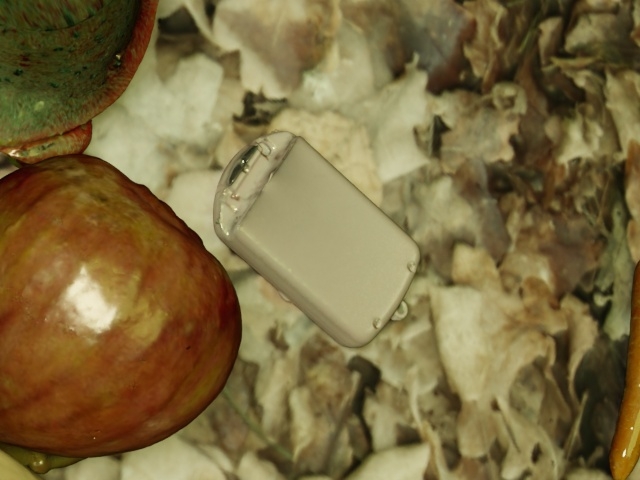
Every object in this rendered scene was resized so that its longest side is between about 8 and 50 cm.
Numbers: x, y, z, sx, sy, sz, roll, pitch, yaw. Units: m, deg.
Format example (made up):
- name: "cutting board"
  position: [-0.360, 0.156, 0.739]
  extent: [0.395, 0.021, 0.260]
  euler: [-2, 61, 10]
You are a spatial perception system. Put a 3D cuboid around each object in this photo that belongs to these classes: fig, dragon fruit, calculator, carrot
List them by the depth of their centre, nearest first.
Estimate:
- name: "fig"
  position: [-0.149, 0.055, 1.207]
  extent: [0.205, 0.205, 0.205]
  euler: [6, 78, -30]
- name: "dragon fruit"
  position: [-0.224, -0.184, 1.239]
  extent: [0.268, 0.130, 0.295]
  euler: [-43, 104, -25]
- name: "calculator"
  position: [0.000, 0.000, 1.390]
  extent: [0.175, 0.032, 0.100]
  euler: [42, 63, -18]
- name: "carrot"
  position: [0.253, 0.100, 1.524]
  extent: [0.037, 0.037, 0.190]
  euler: [19, 73, -27]

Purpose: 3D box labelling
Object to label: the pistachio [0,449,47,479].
- name: "pistachio"
  position: [-0.211, 0.195, 1.159]
  extent: [0.229, 0.157, 0.157]
  euler: [27, 67, -37]
